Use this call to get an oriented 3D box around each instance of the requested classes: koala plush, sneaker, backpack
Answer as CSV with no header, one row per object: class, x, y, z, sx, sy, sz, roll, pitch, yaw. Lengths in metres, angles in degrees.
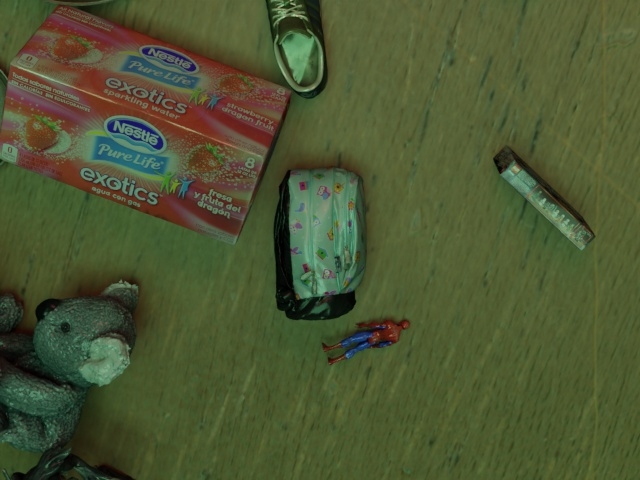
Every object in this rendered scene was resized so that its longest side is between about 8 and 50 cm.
koala plush,-0.320,0.144,1.424,0.221,0.196,0.203,-33,113,11
sneaker,-0.029,-0.259,1.336,0.064,0.086,0.192,-11,105,6
backpack,0.000,0.000,1.390,0.115,0.152,0.182,-1,93,-2

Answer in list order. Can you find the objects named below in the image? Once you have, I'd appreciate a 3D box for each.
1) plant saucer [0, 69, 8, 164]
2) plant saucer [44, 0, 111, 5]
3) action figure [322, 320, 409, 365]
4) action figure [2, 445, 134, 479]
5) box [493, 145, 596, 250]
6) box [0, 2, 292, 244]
plant saucer,-0.453,-0.160,1.418,0.168,0.029,0.168,1,106,2
plant saucer,-0.280,-0.425,1.284,0.311,0.050,0.310,-6,116,-13
action figure,0.061,0.127,1.470,0.115,0.030,0.038,-19,109,3
action figure,-0.313,0.344,1.426,0.141,0.276,0.164,40,91,22
box,0.269,-0.053,1.374,0.137,0.094,0.027,42,103,-8
box,-0.203,-0.138,1.328,0.300,0.154,0.142,21,130,-2
